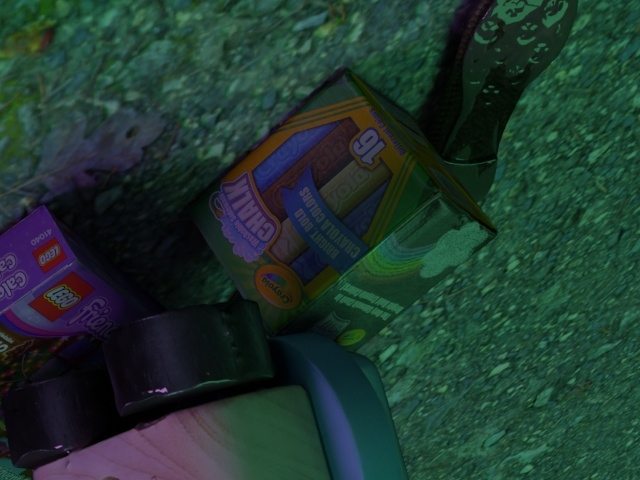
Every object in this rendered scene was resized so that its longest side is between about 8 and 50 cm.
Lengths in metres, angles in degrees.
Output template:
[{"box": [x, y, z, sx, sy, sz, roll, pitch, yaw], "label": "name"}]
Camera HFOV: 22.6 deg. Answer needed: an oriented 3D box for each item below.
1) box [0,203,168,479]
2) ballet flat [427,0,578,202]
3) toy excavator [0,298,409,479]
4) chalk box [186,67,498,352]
[{"box": [-0.217, 0.101, 1.218, 0.201, 0.057, 0.293, -36, 154, 2], "label": "box"}, {"box": [0.131, -0.128, 1.252, 0.084, 0.058, 0.250, 1, 136, -17], "label": "ballet flat"}, {"box": [-0.029, 0.193, 1.239, 0.445, 0.222, 0.433, -4, 164, -41], "label": "toy excavator"}, {"box": [0.000, 0.000, 1.220, 0.213, 0.132, 0.132, -40, 154, 12], "label": "chalk box"}]
